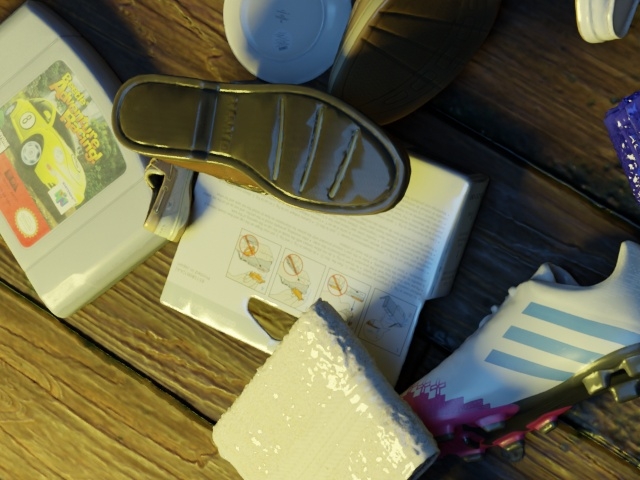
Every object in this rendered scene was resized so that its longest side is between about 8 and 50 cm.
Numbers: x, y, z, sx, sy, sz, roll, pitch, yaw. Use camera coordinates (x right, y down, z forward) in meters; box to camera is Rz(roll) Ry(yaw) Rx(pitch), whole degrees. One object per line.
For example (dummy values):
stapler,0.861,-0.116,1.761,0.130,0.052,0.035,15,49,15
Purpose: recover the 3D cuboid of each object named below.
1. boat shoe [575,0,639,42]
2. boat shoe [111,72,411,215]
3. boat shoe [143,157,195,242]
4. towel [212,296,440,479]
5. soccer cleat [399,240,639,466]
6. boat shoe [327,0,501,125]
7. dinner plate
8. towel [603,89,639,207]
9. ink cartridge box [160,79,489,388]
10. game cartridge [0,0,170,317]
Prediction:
boat shoe,0.300,-0.303,1.746,0.096,0.098,0.277,18,101,23
boat shoe,-0.042,-0.096,1.858,0.307,0.104,0.111,20,93,24
boat shoe,-0.152,-0.064,1.968,0.050,0.045,0.135,126,152,-49
towel,-0.003,0.194,1.886,0.187,0.049,0.282,52,142,14
soccer cleat,0.188,0.107,1.842,0.331,0.116,0.143,-23,63,26
boat shoe,0.110,-0.262,1.841,0.341,0.121,0.110,-56,36,15
dinner plate,-0.036,-0.224,1.952,0.141,0.017,0.141,3,97,25
towel,0.402,-0.020,1.737,0.227,0.076,0.308,-25,84,25
ink cartridge box,0.000,0.000,1.931,0.275,0.060,0.239,24,105,21
game cartridge,-0.274,-0.092,2.054,0.196,0.060,0.294,-36,80,19
